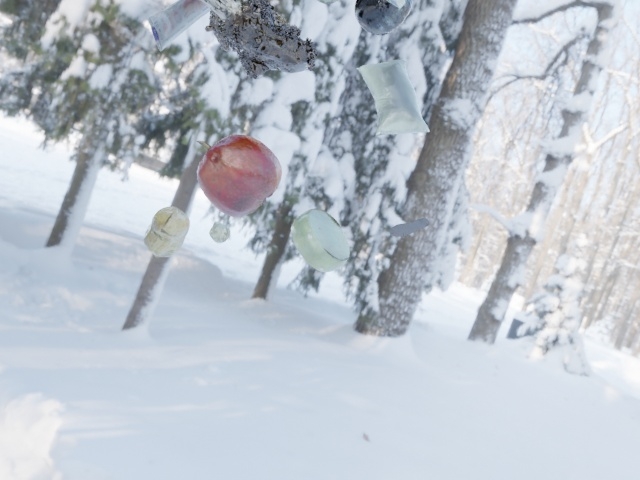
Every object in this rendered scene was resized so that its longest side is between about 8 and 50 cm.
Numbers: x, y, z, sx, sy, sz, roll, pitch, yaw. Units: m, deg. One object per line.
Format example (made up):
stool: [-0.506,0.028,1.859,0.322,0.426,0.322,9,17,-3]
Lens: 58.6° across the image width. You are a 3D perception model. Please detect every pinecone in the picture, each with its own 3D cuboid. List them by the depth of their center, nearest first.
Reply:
pinecone: [-0.320,-0.848,2.233,0.258,0.243,0.243,5,10,-30]

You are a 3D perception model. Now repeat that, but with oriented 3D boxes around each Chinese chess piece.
Chinese chess piece: [0.000,0.000,1.611,0.188,0.083,0.188,40,30,-29]

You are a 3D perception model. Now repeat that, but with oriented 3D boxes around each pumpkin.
pumpkin: [0.234,-0.889,2.147,0.163,0.233,0.233,32,-6,-40]

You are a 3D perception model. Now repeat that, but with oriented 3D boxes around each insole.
insole: [0.321,-0.047,2.057,0.002,0.153,0.053,92,-25,-64]

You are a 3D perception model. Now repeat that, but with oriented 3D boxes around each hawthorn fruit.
hawthorn fruit: [-0.191,-0.155,1.257,0.200,0.179,0.179,41,1,-3]

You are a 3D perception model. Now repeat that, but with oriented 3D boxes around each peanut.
peanut: [-0.629,-0.040,2.339,0.174,0.340,0.158,-13,66,-39]

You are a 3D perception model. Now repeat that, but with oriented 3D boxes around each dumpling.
dumpling: [-0.317,-0.024,1.794,0.057,0.052,0.076,35,4,-28]

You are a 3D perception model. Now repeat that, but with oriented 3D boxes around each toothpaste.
toothpaste: [-0.372,-0.626,1.568,0.323,0.100,0.066,-11,13,41]

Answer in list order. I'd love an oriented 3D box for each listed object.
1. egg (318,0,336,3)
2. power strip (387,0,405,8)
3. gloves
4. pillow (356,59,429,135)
egg: [0.031,-1.063,2.266,0.169,0.231,0.169,3,18,-1]
power strip: [0.212,-0.814,1.819,0.081,0.035,0.192,46,10,27]
gloves: [-0.144,-0.461,1.252,0.312,0.135,0.210,34,-8,-20]
pillow: [0.195,-0.389,1.563,0.144,0.253,0.078,-7,-25,-11]
